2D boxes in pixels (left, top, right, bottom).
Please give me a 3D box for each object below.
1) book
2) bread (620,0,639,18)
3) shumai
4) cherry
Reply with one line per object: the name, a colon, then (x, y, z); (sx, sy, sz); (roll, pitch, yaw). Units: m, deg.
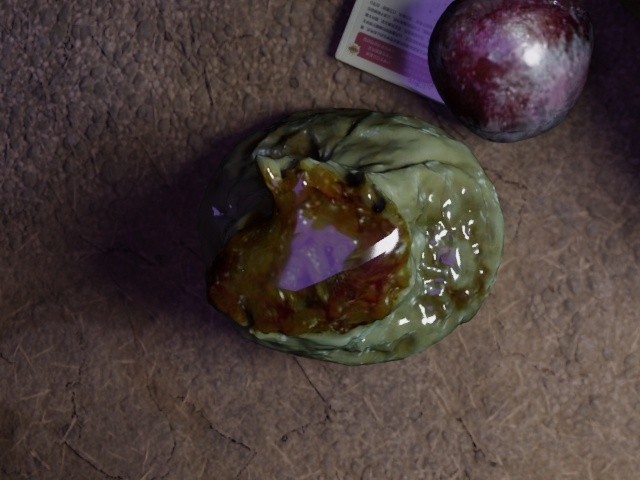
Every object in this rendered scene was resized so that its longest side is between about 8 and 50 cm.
book: (0.131, -0.304, 1.330); (0.162, 0.022, 0.231); (26, 107, 14)
bread: (0.395, -0.319, 1.198); (0.134, 0.141, 0.148); (-34, 82, 12)
shumai: (0.000, 0.000, 1.242); (0.398, 0.323, 0.324); (3, 94, 18)
cherry: (0.224, -0.208, 1.240); (0.195, 0.195, 0.195); (0, 91, 18)
